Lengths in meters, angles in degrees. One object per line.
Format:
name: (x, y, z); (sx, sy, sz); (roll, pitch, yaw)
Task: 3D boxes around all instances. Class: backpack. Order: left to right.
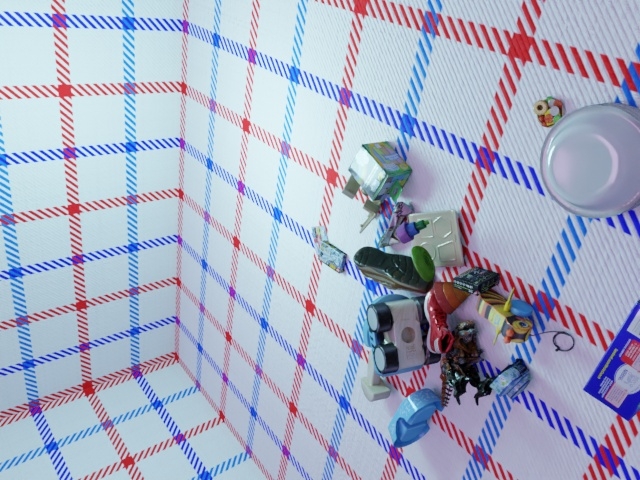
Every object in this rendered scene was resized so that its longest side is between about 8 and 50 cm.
backpack: (0.596, 0.441, 1.712); (0.084, 0.114, 0.105); (49, 135, 30)

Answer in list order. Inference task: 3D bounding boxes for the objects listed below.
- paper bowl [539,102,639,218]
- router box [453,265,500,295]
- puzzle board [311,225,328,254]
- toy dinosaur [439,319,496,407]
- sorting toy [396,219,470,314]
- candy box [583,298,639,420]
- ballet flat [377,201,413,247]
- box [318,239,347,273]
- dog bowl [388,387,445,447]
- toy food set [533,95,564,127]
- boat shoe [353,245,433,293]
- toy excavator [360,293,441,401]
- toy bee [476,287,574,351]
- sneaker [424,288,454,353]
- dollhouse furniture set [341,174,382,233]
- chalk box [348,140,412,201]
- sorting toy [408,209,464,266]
paper bowl: (0.684, -0.194, 1.363); (0.284, 0.148, 0.284); (22, 119, 46)
router box: (0.493, 0.127, 1.731); (0.092, 0.122, 0.038); (21, 122, 47)
puzzle board: (0.000, 0.000, 2.410); (0.096, 0.011, 0.128); (-3, 99, 52)
toy dinosaur: (0.481, 0.435, 1.862); (0.218, 0.164, 0.322); (-120, 18, -58)
sorting toy: (0.394, 0.075, 1.798); (0.126, 0.127, 0.365); (-26, 108, 28)
candy box: (0.775, 0.226, 1.245); (0.122, 0.317, 0.268); (39, 131, 36)
ballet flat: (0.277, -0.041, 2.002); (0.079, 0.077, 0.221); (34, 129, 17)
box: (0.050, 0.070, 2.346); (0.137, 0.027, 0.094); (33, 126, 34)
dog bowl: (0.353, 0.669, 2.068); (0.074, 0.166, 0.297); (56, 140, 40)
toy food set: (0.623, -0.349, 1.490); (0.082, 0.020, 0.083); (-13, 91, 53)
boat shoe: (0.272, 0.121, 2.034); (0.324, 0.122, 0.120); (24, 148, 36)
toy excavator: (0.257, 0.418, 2.087); (0.445, 0.222, 0.433); (164, 97, -73)
toy bee: (0.573, 0.238, 1.637); (0.298, 0.162, 0.195); (7, 106, 51)
sneaker: (0.412, 0.273, 1.844); (0.128, 0.087, 0.221); (159, 107, -77)
dollhouse furniture set: (0.139, -0.143, 2.076); (0.151, 0.144, 0.123); (32, 137, -4)
chalk box: (0.225, -0.233, 1.948); (0.213, 0.132, 0.132); (54, 137, 24)
sorting toy: (0.398, -0.004, 1.873); (0.208, 0.038, 0.193); (-3, 99, 49)
